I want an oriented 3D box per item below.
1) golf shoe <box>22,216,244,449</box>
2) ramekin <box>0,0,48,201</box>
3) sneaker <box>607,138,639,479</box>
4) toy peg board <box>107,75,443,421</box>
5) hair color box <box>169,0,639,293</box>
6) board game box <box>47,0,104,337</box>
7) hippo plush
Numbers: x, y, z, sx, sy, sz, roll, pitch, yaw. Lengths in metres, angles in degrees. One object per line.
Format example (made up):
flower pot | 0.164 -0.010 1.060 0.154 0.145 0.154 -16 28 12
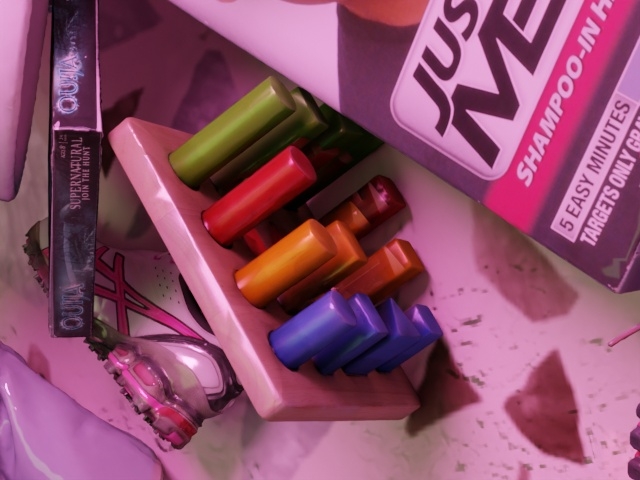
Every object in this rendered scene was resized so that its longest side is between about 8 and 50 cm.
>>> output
golf shoe | -0.102 0.037 0.965 0.086 0.067 0.186 -41 54 -7
ramekin | -0.208 -0.165 0.881 0.277 0.135 0.277 -173 90 -82
sneaker | 0.192 0.006 0.638 0.121 0.112 0.299 40 140 41
toy peg board | 0.000 0.000 0.820 0.079 0.161 0.161 -37 71 19
hair color box | 0.055 -0.151 0.785 0.374 0.113 0.185 36 114 31
board game box | -0.130 -0.049 0.878 0.186 0.026 0.126 103 164 -54
hippo plush | -0.267 0.160 0.986 0.294 0.234 0.236 49 134 3
